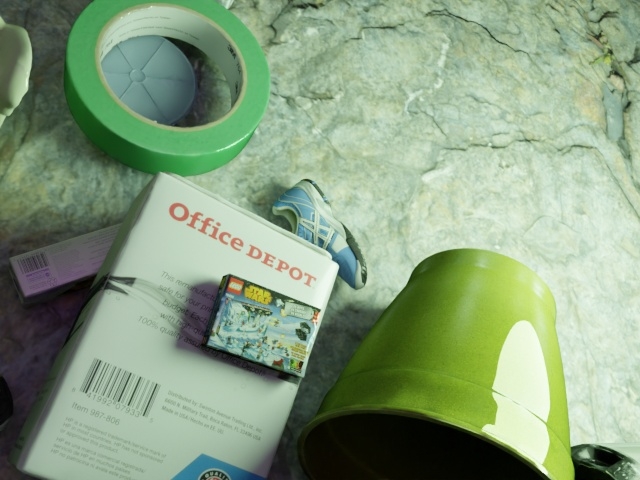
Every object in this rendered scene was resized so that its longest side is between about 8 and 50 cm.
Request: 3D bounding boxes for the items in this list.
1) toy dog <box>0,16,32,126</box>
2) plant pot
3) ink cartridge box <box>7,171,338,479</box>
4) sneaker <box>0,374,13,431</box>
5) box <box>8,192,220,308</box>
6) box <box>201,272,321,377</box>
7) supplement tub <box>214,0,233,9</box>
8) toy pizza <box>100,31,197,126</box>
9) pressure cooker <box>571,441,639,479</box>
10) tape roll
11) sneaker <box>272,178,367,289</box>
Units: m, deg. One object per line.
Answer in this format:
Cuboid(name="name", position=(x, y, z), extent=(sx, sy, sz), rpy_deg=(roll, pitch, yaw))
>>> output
Cuboid(name="toy dog", position=(-0.609, -0.260, 0.898), extent=(0.408, 0.284, 0.395), rpy_deg=(16, 44, -38))
Cuboid(name="plant pot", position=(0.201, 0.211, 1.056), extent=(0.366, 0.366, 0.353), rpy_deg=(33, 49, -6))
Cuboid(name="ink cartridge box", position=(-0.182, 0.153, 0.963), extent=(0.285, 0.166, 0.394), rpy_deg=(28, 67, -19))
Cuboid(name="sneaker", position=(-0.573, 0.168, 0.883), extent=(0.385, 0.145, 0.147), rpy_deg=(24, 93, -14))
Cuboid(name="box", position=(-0.289, 0.012, 1.080), extent=(0.324, 0.063, 0.067), rpy_deg=(-21, 79, -28))
Cuboid(name="box", position=(-0.072, 0.109, 0.919), extent=(0.137, 0.027, 0.094), rpy_deg=(24, 70, -22))
Cuboid(name="supplement tub", position=(-0.230, -0.499, 1.288), extent=(0.190, 0.117, 0.117), rpy_deg=(26, 61, -10))
Cuboid(name="toy pizza", position=(-0.306, -0.265, 1.209), extent=(0.201, 0.032, 0.201), rpy_deg=(9, 65, -19))
Cuboid(name="pressure cooker", position=(0.534, 0.472, 1.028), extent=(0.421, 0.375, 0.369), rpy_deg=(4, 77, -21))
Cuboid(name="tape roll", position=(-0.243, -0.261, 1.169), extent=(0.321, 0.077, 0.321), rpy_deg=(9, 65, -19))
Cuboid(name="sneaker", position=(0.000, 0.000, 1.200), extent=(0.081, 0.080, 0.211), rpy_deg=(-29, 72, -23))
